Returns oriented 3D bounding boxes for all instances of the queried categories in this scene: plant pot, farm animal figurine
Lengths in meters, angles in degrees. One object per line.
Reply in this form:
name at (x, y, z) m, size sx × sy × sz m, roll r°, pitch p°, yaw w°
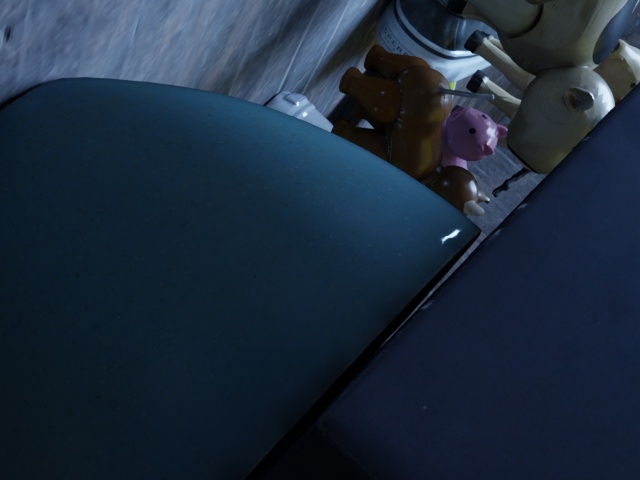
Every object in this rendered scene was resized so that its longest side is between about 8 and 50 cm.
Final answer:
plant pot at (-0.093, 0.037, 0.772) m, size 0.290 × 0.195 × 0.290 m, roll -47°, pitch 176°, yaw -5°
farm animal figurine at (0.168, -0.139, 1.183) m, size 0.330 × 0.172 × 0.326 m, roll -24°, pitch 139°, yaw -64°

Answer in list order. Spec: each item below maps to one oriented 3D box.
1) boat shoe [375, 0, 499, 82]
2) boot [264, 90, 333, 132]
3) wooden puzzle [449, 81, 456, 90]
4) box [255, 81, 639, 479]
boat shoe at (0.178, -0.228, 1.434) m, size 0.119 × 0.121 × 0.335 m, roll -45°, pitch 175°, yaw 39°
boot at (-0.063, 0.014, 1.288) m, size 0.258 × 0.123 × 0.095 m, roll -48°, pitch 175°, yaw 17°
wooden puzzle at (0.100, -0.106, 1.655) m, size 0.239 × 0.044 × 0.221 m, roll -25°, pitch 128°, yaw -73°
box at (0.067, 0.138, 0.761) m, size 0.312 × 0.179 × 0.343 m, roll -50°, pitch 175°, yaw 39°
